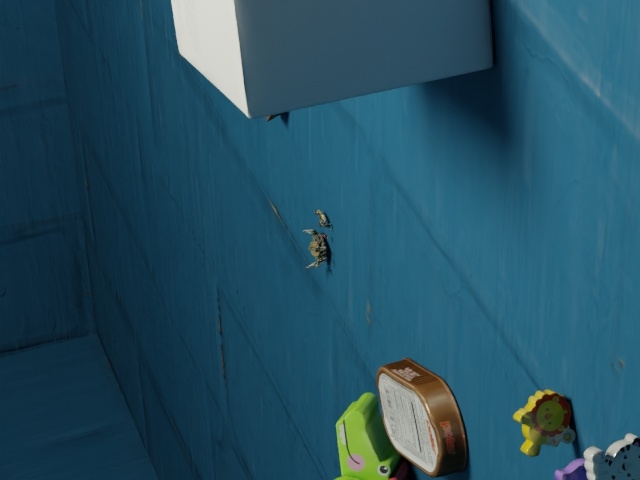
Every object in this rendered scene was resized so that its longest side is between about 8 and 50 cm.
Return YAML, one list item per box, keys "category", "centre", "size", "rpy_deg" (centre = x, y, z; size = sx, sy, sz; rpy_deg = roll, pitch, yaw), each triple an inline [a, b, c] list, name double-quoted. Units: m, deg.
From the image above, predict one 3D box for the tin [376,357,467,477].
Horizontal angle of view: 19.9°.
- category: "tin"
  centre: [0.105, 0.189, 1.939]
  size: [0.190, 0.040, 0.106]
  rpy_deg: [-156, 49, -71]

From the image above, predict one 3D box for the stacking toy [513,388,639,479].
- category: "stacking toy"
  centre: [0.232, 0.245, 1.515]
  size: [0.167, 0.052, 0.221]
  rpy_deg: [-156, 52, -73]

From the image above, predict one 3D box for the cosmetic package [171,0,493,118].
- category: "cosmetic package"
  centre: [0.002, -0.217, 1.591]
  size: [0.225, 0.224, 0.138]
  rpy_deg: [-135, 35, -63]

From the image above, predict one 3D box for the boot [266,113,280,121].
- category: "boot"
  centre: [-0.067, -0.205, 2.202]
  size: [0.106, 0.037, 0.114]
  rpy_deg: [90, 167, -82]

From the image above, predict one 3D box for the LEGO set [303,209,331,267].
- category: "LEGO set"
  centre: [0.001, 0.001, 2.182]
  size: [0.054, 0.023, 0.083]
  rpy_deg: [67, 149, 23]

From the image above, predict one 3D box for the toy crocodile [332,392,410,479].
- category: "toy crocodile"
  centre: [0.069, 0.343, 2.082]
  size: [0.115, 0.105, 0.340]
  rpy_deg: [-34, -59, -68]
